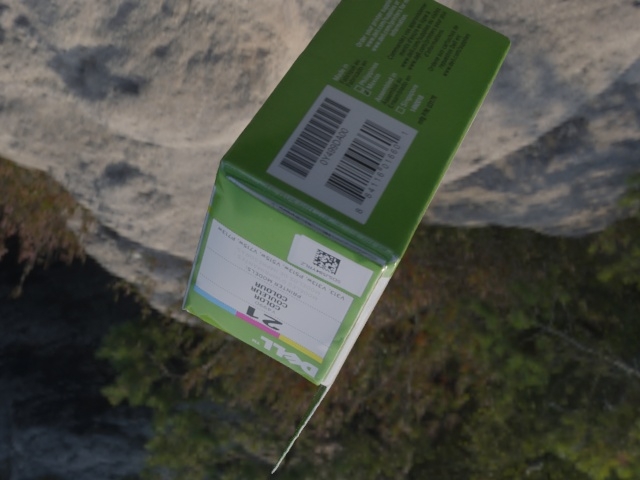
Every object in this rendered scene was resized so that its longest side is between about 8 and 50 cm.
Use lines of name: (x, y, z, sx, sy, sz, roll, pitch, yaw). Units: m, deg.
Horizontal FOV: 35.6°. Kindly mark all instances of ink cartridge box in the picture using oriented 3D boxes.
ink cartridge box: (0.000, 0.000, 0.600, 0.097, 0.189, 0.255, 28, 141, 4)
